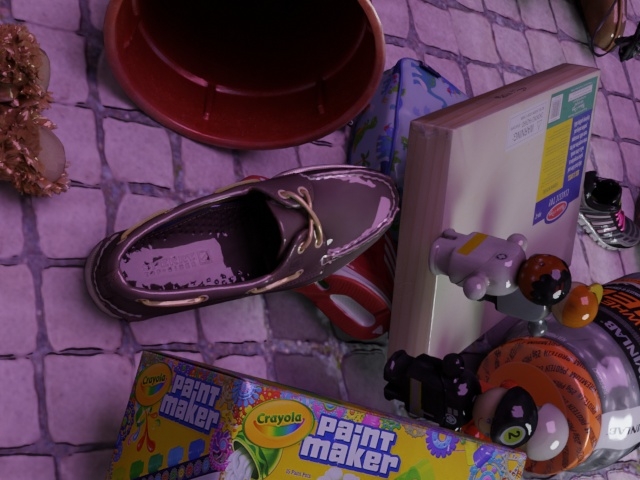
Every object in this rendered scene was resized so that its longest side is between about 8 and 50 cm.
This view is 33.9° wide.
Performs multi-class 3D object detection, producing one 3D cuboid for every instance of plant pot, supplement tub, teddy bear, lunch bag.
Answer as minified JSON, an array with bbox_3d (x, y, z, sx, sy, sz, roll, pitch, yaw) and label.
[{"bbox_3d":[-0.067,-0.281,1.089,0.272,0.272,0.265,28,46,-28],"label":"plant pot"},{"bbox_3d":[0.336,0.157,1.254,0.316,0.193,0.194,-15,80,-44],"label":"supplement tub"},{"bbox_3d":[-0.357,-0.118,0.869,0.338,0.113,0.245,-21,91,-52],"label":"teddy bear"},{"bbox_3d":[0.125,-0.099,1.270,0.176,0.090,0.219,31,53,-31],"label":"lunch bag"}]

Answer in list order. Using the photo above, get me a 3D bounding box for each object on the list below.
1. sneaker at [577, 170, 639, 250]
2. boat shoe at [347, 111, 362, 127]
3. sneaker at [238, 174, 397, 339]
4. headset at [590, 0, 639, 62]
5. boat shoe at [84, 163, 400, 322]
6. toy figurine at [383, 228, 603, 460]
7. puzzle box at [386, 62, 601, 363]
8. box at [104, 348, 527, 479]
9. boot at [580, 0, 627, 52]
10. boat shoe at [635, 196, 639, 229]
[{"bbox_3d":[0.409,-0.044,1.494,0.170,0.075,0.063,35,51,-24],"label":"sneaker"},{"bbox_3d":[-0.009,-0.169,1.217,0.142,0.049,0.040,17,98,-28],"label":"boat shoe"},{"bbox_3d":[0.000,0.000,1.139,0.221,0.087,0.128,48,29,-11],"label":"sneaker"},{"bbox_3d":[0.398,-0.456,1.552,0.243,0.185,0.394,-17,85,-6],"label":"headset"},{"bbox_3d":[-0.056,-0.004,0.988,0.324,0.096,0.117,-16,89,-23],"label":"boat shoe"},{"bbox_3d":[0.181,0.103,1.030,0.213,0.148,0.209,34,75,-58],"label":"toy figurine"},{"bbox_3d":[0.209,-0.040,1.201,0.409,0.052,0.272,-25,125,-52],"label":"puzzle box"},{"bbox_3d":[-0.021,0.263,0.846,0.290,0.177,0.279,21,81,-33],"label":"box"},{"bbox_3d":[0.416,-0.440,1.695,0.115,0.112,0.305,-2,70,-14],"label":"boot"},{"bbox_3d":[0.588,-0.079,1.626,0.130,0.132,0.355,39,51,-20],"label":"boat shoe"}]
